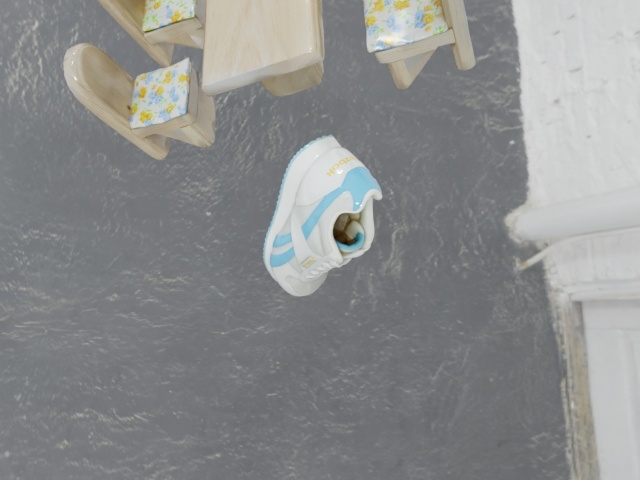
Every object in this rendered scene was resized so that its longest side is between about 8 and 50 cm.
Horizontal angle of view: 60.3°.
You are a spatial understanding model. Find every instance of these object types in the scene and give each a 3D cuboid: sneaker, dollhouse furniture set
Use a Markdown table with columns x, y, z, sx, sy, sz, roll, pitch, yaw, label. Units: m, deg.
| x | y | z | sx | sy | sz | roll | pitch | yaw | label |
| --- | --- | --- | --- | --- | --- | --- | --- | --- | --- |
| 0.000 | 0.000 | 0.604 | 0.087 | 0.229 | 0.092 | -31 | 63 | -30 | sneaker |
| -0.076 | -0.339 | 0.538 | 0.256 | 0.362 | 0.394 | 44 | 39 | -59 | dollhouse furniture set |
